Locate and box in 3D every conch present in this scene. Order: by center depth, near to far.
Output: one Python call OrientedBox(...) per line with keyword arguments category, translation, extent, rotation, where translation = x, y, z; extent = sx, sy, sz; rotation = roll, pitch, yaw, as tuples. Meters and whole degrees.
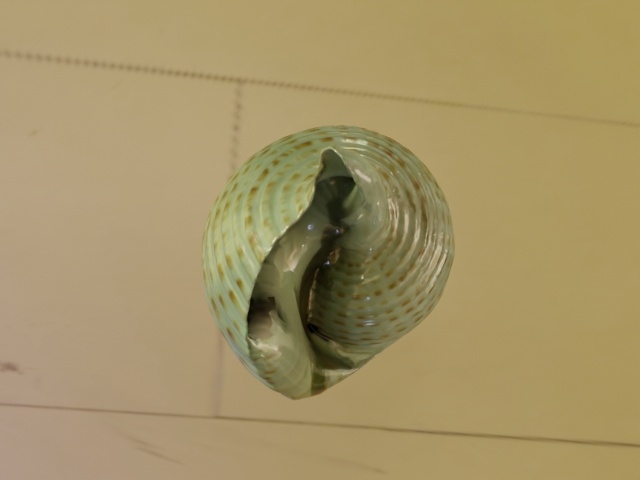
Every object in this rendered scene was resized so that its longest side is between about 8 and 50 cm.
OrientedBox(category="conch", translation=(-0.005, -0.004, 1.216), extent=(0.172, 0.131, 0.200), rotation=(-36, 138, -10))
